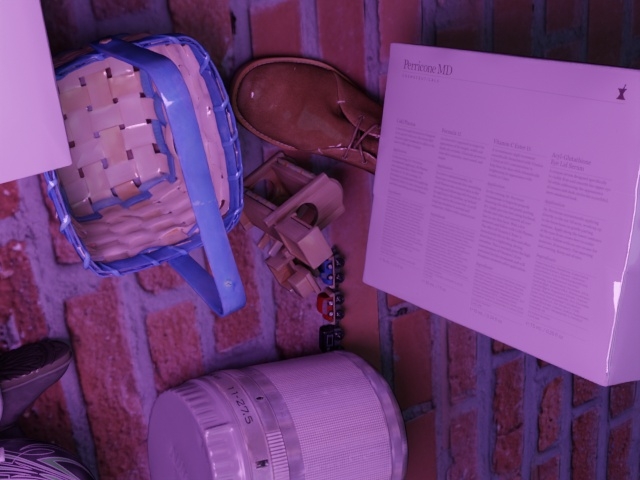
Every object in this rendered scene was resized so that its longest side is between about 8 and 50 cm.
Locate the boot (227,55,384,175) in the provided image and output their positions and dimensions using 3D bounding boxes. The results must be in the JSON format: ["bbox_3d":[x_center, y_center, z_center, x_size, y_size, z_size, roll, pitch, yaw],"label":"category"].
[{"bbox_3d":[0.033,-0.136,1.239,0.305,0.115,0.112,17,101,-36],"label":"boot"}]

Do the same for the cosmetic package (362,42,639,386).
[{"bbox_3d":[0.202,-0.048,1.076,0.097,0.377,0.284,-4,106,-34],"label":"cosmetic package"}]

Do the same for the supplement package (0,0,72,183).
[{"bbox_3d":[-0.348,-0.157,0.865,0.175,0.293,0.177,-18,119,-26],"label":"supplement package"}]

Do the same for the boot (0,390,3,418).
[{"bbox_3d":[-0.399,0.107,1.009,0.095,0.123,0.258,-34,109,-8],"label":"boot"}]

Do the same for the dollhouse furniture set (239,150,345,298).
[{"bbox_3d":[0.000,0.000,1.228,0.101,0.182,0.161,-40,125,-14],"label":"dollhouse furniture set"}]

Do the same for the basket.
[{"bbox_3d":[-0.170,-0.084,1.013,0.201,0.289,0.254,-22,123,-19],"label":"basket"}]

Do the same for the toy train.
[{"bbox_3d":[0.012,0.083,1.370,0.036,0.027,0.158,-9,114,-19],"label":"toy train"}]

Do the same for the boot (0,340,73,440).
[{"bbox_3d":[-0.333,0.232,1.172,0.190,0.076,0.208,-24,115,-7],"label":"boot"}]

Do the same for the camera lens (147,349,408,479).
[{"bbox_3d":[-0.048,0.258,1.278,0.274,0.219,0.219,-6,112,-31],"label":"camera lens"}]

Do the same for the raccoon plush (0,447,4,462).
[{"bbox_3d":[-0.470,0.035,0.835,0.447,0.216,0.299,4,125,6],"label":"raccoon plush"}]

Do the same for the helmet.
[{"bbox_3d":[-0.311,0.284,1.076,0.169,0.169,0.161,-29,132,-20],"label":"helmet"}]
